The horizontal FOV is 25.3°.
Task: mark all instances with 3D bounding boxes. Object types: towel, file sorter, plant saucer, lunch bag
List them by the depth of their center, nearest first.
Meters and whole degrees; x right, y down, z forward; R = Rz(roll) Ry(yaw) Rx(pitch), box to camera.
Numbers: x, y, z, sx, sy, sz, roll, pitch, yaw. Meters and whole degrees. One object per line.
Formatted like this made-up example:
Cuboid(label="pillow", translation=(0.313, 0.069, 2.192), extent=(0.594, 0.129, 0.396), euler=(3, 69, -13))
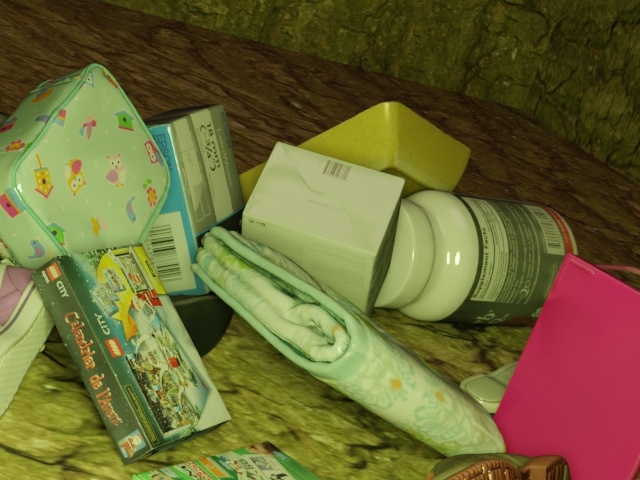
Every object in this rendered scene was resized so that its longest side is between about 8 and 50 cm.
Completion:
Cuboid(label="lunch bag", translation=(-0.296, -0.057, 1.712), extent=(0.107, 0.224, 0.279), euler=(-12, 33, 29))
Cuboid(label="towel", translation=(0.032, 0.126, 1.776), extent=(0.320, 0.090, 0.374), euler=(33, 2, -39))
Cuboid(label="file sorter", translation=(0.377, 0.194, 1.802), extent=(0.202, 0.291, 0.182), euler=(33, 18, 38))
Cuboid(label="plant saucer", translation=(0.052, -0.080, 2.287), extent=(0.332, 0.332, 0.081), euler=(23, 46, -60))

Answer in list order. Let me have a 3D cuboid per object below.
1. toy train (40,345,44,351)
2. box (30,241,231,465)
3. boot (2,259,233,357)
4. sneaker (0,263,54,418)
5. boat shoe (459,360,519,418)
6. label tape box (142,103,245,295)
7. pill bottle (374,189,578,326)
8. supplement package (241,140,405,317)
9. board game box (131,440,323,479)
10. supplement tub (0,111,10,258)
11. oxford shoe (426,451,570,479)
Cuboid(label="toy train", translation=(-0.389, 0.099, 1.658), extent=(0.125, 0.046, 0.166), euler=(15, 20, -21))
Cuboid(label="box", translation=(-0.206, 0.119, 1.572), extent=(0.159, 0.044, 0.233), euler=(-11, 70, -61))
Cuboid(label="boot", translation=(-0.264, 0.065, 1.821), extent=(0.229, 0.091, 0.263), euler=(33, 23, 36))
Cuboid(label="sneaker", translation=(-0.389, 0.108, 1.506), extent=(0.161, 0.102, 0.282), euler=(17, 26, 1))
Cuboid(label="boat shoe", translation=(0.265, 0.225, 1.935), extent=(0.095, 0.079, 0.254), euler=(33, 23, 30))
Cuboid(label="label tape box", translation=(-0.179, -0.071, 2.063), extent=(0.105, 0.241, 0.333), euler=(-9, 10, 17))
Cuboid(label="pill bottle", translation=(0.222, 0.029, 2.279), extent=(0.363, 0.210, 0.210), euler=(6, 22, -39))
Cuboid(label="supplement package", translation=(0.000, 0.000, 2.028), extent=(0.194, 0.203, 0.149), euler=(18, 53, 9))
Cuboid(label="board game box", translation=(-0.012, 0.311, 1.408), extent=(0.317, 0.046, 0.213), euler=(31, 21, 32))
Cuboid(label="supplement tub", translation=(-0.489, -0.098, 1.852), extent=(0.316, 0.194, 0.193), euler=(26, 17, 40))
Cuboid(label="oxford shoe", translation=(0.161, 0.293, 1.558), extent=(0.130, 0.123, 0.348), euler=(2, -5, 29))
